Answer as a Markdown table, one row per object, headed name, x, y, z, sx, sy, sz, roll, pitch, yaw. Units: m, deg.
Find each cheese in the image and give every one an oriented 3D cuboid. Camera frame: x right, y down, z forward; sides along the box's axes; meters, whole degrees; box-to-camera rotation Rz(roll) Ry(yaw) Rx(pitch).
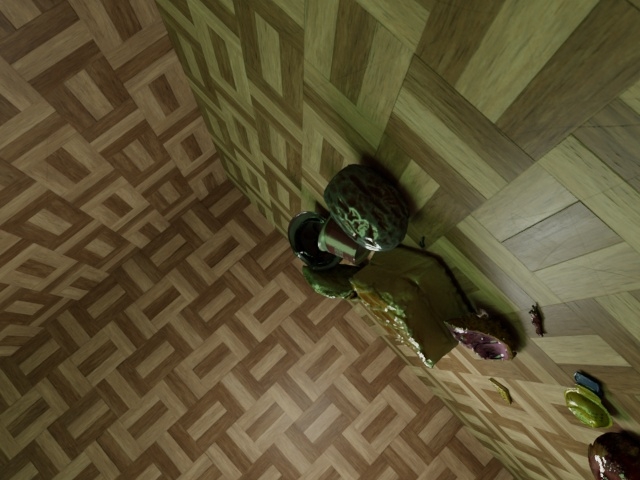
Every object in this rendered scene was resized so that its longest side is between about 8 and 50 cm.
| name | x | y | z | sx | sy | sz | roll | pitch | yaw |
| --- | --- | --- | --- | --- | --- | --- | --- | --- | --- |
| cheese | 0.846 | 0.510 | 1.343 | 0.156 | 0.064 | 0.250 | 31 | 150 | 50 |

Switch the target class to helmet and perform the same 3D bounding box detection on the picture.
| name | x | y | z | sx | sy | sz | roll | pitch | yaw |
| --- | --- | --- | --- | --- | --- | --- | --- | --- | --- |
| helmet | 0.000 | 0.000 | 2.271 | 0.338 | 0.271 | 0.197 | 45 | -163 | 16 |

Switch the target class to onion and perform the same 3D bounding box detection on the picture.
| name | x | y | z | sx | sy | sz | roll | pitch | yaw |
| --- | --- | --- | --- | --- | --- | --- | --- | --- | --- |
| onion | 0.968 | 0.735 | 1.334 | 0.246 | 0.190 | 0.246 | 155 | 90 | -83 |

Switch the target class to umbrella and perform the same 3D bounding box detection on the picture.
| name | x | y | z | sx | sy | sz | roll | pitch | yaw |
| --- | --- | --- | --- | --- | --- | --- | --- | --- | --- |
| umbrella | 0.651 | 0.245 | 1.278 | 0.027 | 0.025 | 0.165 | 4 | 142 | 41 |

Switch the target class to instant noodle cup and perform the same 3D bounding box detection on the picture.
| name | x | y | z | sx | sy | sz | roll | pitch | yaw |
| --- | --- | --- | --- | --- | --- | --- | --- | --- | --- |
| instant noodle cup | 0.126 | -0.017 | 1.826 | 0.178 | 0.234 | 0.234 | 32 | 162 | 25 |

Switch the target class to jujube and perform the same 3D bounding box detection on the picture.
| name | x | y | z | sx | sy | sz | roll | pitch | yaw |
| --- | --- | --- | --- | --- | --- | --- | --- | --- | --- |
| jujube | 0.159 | -0.099 | 1.432 | 0.308 | 0.215 | 0.246 | 44 | 168 | 10 |

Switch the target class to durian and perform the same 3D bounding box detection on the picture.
| name | x | y | z | sx | sy | sz | roll | pitch | yaw |
| --- | --- | --- | --- | --- | --- | --- | --- | --- | --- |
| durian | 0.614 | 0.347 | 1.542 | 0.341 | 0.112 | 0.191 | 39 | 143 | -29 |

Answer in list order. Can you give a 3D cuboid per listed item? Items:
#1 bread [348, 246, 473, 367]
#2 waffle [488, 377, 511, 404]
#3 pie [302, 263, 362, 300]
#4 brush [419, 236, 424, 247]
| name | x | y | z | sx | sy | sz | roll | pitch | yaw |
| --- | --- | --- | --- | --- | --- | --- | --- | --- | --- |
| bread | 0.358 | 0.241 | 1.692 | 0.371 | 0.279 | 0.390 | 55 | 168 | -23 |
| waffle | 0.869 | 0.729 | 2.047 | 0.097 | 0.023 | 0.152 | 34 | 163 | 52 |
| pie | 0.087 | 0.214 | 2.341 | 0.418 | 0.180 | 0.395 | 10 | -172 | -30 |
| brush | 0.368 | 0.007 | 1.535 | 0.024 | 0.008 | 0.083 | 46 | 169 | 24 |
